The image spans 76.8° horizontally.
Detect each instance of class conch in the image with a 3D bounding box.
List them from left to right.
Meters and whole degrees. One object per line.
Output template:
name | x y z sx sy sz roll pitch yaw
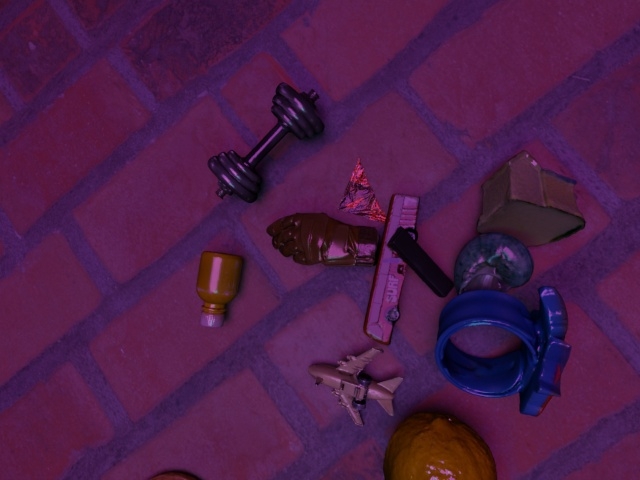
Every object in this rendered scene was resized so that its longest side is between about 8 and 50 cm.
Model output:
conch | 0.452 0.066 1.045 0.203 0.134 0.196 0 130 4

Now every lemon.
lemon | 0.285 0.579 0.976 0.269 0.268 0.321 5 87 11

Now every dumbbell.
dumbbell | -0.154 -0.273 1.156 0.406 0.179 0.179 -46 80 5

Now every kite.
kite | 0.104 -0.119 1.182 0.125 0.008 0.222 -24 82 8

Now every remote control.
remote control | 0.268 0.061 1.062 0.245 0.025 0.063 43 79 -24

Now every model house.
model house | 0.534 -0.108 1.039 0.214 0.195 0.189 14 64 -3

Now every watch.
watch | 0.422 0.228 0.961 0.275 0.241 0.304 11 117 18

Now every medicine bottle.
medicine bottle | -0.303 0.142 1.182 0.122 0.122 0.212 9 88 11

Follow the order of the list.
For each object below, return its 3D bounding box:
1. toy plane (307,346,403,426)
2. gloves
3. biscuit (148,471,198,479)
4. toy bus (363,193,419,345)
toy plane | 0.087 0.393 1.109 0.256 0.104 0.241 11 104 5
gloves | -0.001 -0.002 1.126 0.332 0.141 0.154 8 89 11
biscuit | -0.465 0.809 1.208 0.309 0.040 0.204 -40 81 5
toy bus | 0.198 0.076 1.106 0.092 0.093 0.408 12 88 7
